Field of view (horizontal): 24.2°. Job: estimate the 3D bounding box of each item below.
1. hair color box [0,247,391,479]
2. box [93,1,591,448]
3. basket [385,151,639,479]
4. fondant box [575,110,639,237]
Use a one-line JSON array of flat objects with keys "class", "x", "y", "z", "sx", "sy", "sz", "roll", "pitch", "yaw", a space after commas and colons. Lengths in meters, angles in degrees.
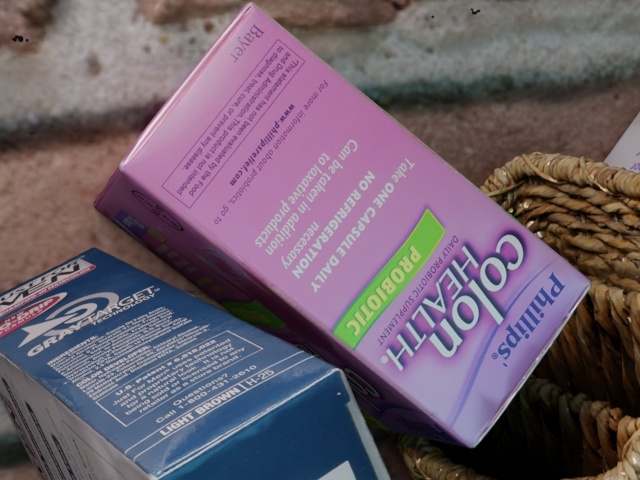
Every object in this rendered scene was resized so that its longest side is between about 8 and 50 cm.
[{"class": "hair color box", "x": -0.079, "y": 0.124, "z": 0.821, "sx": 0.105, "sy": 0.347, "sz": 0.174, "roll": -29, "pitch": 111, "yaw": -21}, {"class": "box", "x": 0.000, "y": 0.000, "z": 0.883, "sx": 0.243, "sy": 0.213, "sz": 0.117, "roll": 38, "pitch": 79, "yaw": -8}, {"class": "basket", "x": 0.156, "y": 0.090, "z": 0.972, "sx": 0.213, "sy": 0.299, "sz": 0.223, "roll": -26, "pitch": 112, "yaw": -21}, {"class": "fondant box", "x": 0.360, "y": -0.094, "z": 1.083, "sx": 0.096, "sy": 0.238, "sz": 0.330, "roll": 42, "pitch": 78, "yaw": -28}]
